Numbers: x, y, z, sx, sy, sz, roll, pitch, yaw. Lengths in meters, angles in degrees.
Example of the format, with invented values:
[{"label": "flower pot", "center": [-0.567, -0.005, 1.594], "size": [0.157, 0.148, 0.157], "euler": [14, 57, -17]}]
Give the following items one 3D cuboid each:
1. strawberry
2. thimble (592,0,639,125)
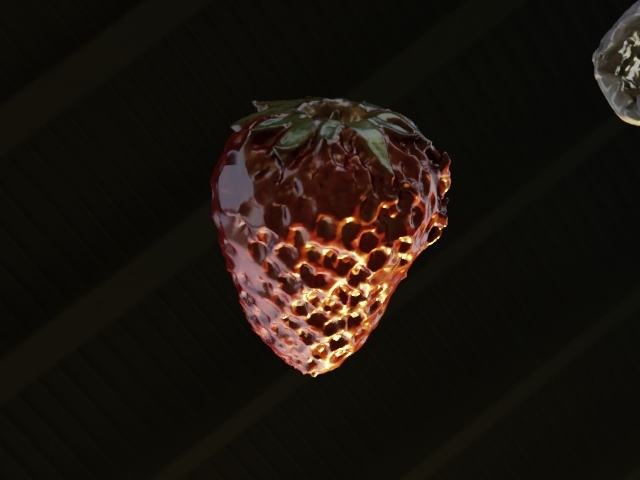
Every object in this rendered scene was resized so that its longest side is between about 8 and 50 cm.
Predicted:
[{"label": "strawberry", "center": [0.000, 0.000, 1.075], "size": [0.205, 0.205, 0.244], "euler": [-3, -64, -17]}, {"label": "thimble", "center": [0.360, -0.180, 1.238], "size": [0.151, 0.127, 0.118], "euler": [-39, -29, 29]}]
